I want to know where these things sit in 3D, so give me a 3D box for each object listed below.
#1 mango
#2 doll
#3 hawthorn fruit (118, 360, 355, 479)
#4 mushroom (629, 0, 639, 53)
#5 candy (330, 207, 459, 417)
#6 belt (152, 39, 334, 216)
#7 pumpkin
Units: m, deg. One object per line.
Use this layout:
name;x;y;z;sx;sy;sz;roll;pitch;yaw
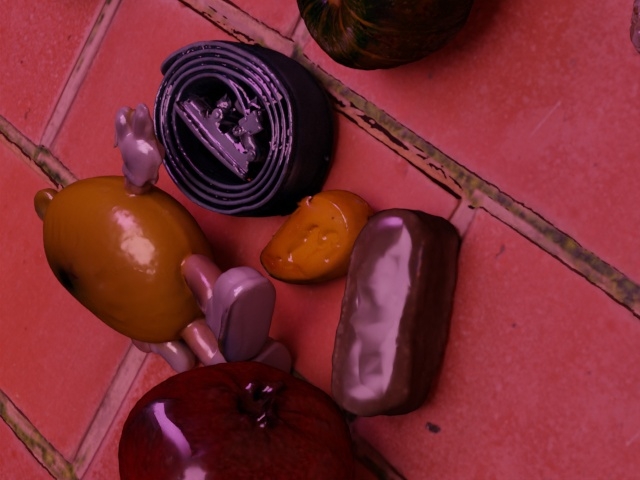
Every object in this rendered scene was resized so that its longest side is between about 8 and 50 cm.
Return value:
mango;0.000;0.000;1.537;0.187;0.066;0.101;-30;76;36
doll;-0.198;0.031;1.598;0.423;0.161;0.348;54;142;13
hawthorn fruit;-0.096;0.292;1.437;0.265;0.265;0.307;35;121;34
mushroom;0.390;-0.181;1.248;0.225;0.093;0.116;43;131;27
candy;0.083;0.079;1.441;0.102;0.104;0.234;7;89;32
belt;-0.108;-0.143;1.600;0.267;0.116;0.206;35;111;32
pumpkin;0.080;-0.314;1.433;0.260;0.189;0.260;49;150;43
